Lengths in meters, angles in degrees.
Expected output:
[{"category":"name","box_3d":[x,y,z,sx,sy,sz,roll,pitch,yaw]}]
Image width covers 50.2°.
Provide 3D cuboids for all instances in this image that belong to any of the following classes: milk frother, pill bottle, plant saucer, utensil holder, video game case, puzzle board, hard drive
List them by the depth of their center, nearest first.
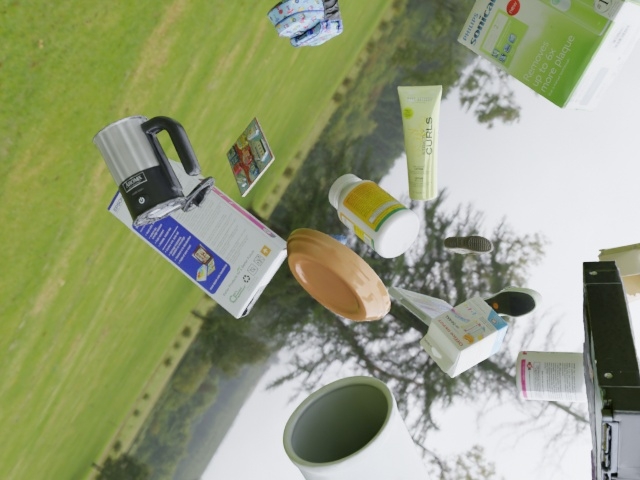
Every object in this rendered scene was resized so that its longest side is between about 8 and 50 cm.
[{"category":"milk frother","box_3d":[-0.234,-0.103,0.991,0.129,0.135,0.143,-26,175,-4]},{"category":"hard drive","box_3d":[0.446,0.220,1.049,0.339,0.064,0.237,-65,148,-54]},{"category":"plant saucer","box_3d":[0.020,0.063,1.088,0.037,0.200,0.200,-49,176,-22]},{"category":"puzzle board","box_3d":[-0.130,-0.153,1.234,0.096,0.011,0.128,-48,-136,25]},{"category":"pill bottle","box_3d":[0.112,-0.062,1.519,0.117,0.208,0.118,-23,134,-26]},{"category":"video game case","box_3d":[0.290,0.182,1.648,0.193,0.212,0.023,39,-73,48]},{"category":"utensil holder","box_3d":[0.120,0.632,1.916,0.327,0.385,0.328,-21,-154,11]},{"category":"pill bottle","box_3d":[0.790,0.441,2.216,0.160,0.283,0.160,-3,90,-65]}]

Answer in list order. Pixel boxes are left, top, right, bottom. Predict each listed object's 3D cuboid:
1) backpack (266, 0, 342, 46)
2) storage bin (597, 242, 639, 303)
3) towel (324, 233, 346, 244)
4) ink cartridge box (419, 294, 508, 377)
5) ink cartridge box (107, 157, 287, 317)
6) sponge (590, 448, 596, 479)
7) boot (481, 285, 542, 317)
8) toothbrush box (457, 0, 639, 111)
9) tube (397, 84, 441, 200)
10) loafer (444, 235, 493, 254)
[{"category":"backpack","box_3d":[-0.047,-0.586,1.812,0.158,0.117,0.173,-13,-176,42]},{"category":"storage bin","box_3d":[0.708,0.046,1.310,0.262,0.123,0.260,-15,173,41]},{"category":"towel","box_3d":[0.000,0.000,1.675,0.067,0.119,0.029,157,-63,-72]},{"category":"ink cartridge box","box_3d":[0.278,0.192,1.343,0.143,0.092,0.090,-23,141,-25]},{"category":"ink cartridge box","box_3d":[-0.251,-0.024,1.397,0.176,0.371,0.069,-55,170,15]},{"category":"sponge","box_3d":[0.619,0.538,1.405,0.031,0.117,0.210,112,-1,-46]},{"category":"boot","box_3d":[0.596,0.169,2.038,0.176,0.088,0.244,-17,178,-33]},{"category":"toothbrush box","box_3d":[0.427,-0.399,1.270,0.122,0.283,0.206,-5,132,-39]},{"category":"tube","box_3d":[0.211,-0.205,1.437,0.062,0.070,0.240,-136,-142,-63]},{"category":"loafer","box_3d":[0.456,0.015,2.108,0.050,0.148,0.056,63,36,-71]}]
